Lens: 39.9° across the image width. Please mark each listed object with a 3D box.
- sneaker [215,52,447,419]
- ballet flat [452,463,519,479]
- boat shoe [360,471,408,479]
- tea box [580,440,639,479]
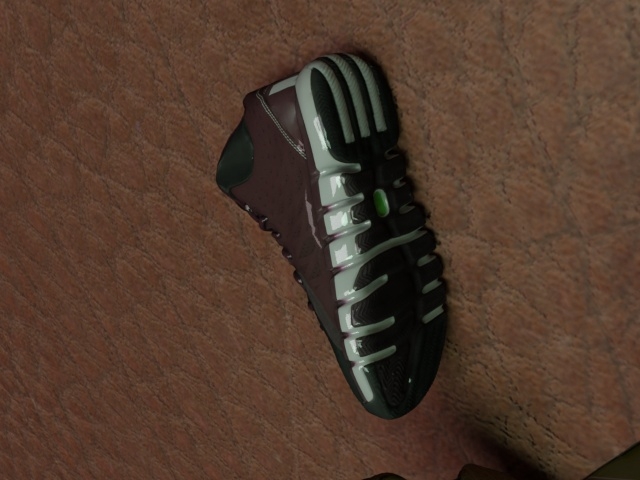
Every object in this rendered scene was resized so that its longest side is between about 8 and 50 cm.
[{"bbox_3d":[0.000,0.000,0.710,0.163,0.106,0.281,-2,101,47],"label":"sneaker"},{"bbox_3d":[0.222,0.312,0.689,0.124,0.116,0.342,-22,98,25],"label":"ballet flat"},{"bbox_3d":[0.112,0.296,0.600,0.307,0.111,0.104,47,139,8],"label":"boat shoe"},{"bbox_3d":[0.309,0.190,0.349,0.329,0.324,0.219,0,93,41],"label":"tea box"}]
